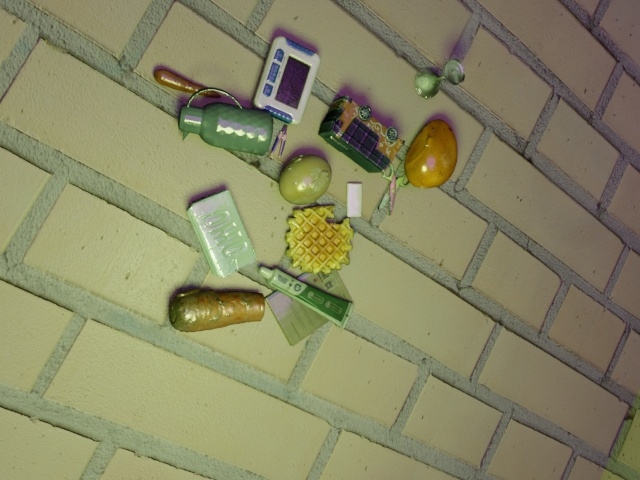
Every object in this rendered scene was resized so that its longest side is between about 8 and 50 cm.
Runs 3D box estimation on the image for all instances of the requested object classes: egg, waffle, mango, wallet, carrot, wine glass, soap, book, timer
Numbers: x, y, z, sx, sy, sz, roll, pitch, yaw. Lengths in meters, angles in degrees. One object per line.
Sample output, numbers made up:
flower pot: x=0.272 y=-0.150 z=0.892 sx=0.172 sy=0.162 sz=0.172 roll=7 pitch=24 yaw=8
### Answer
egg: x=-0.050 y=-0.205 z=1.611 sx=0.201 sy=0.164 sz=0.164 roll=-41 pitch=107 yaw=-20
waffle: x=0.001 y=0.000 z=1.691 sx=0.261 sy=0.056 sz=0.250 roll=-5 pitch=91 yaw=-23
mango: x=0.426 y=-0.321 z=1.789 sx=0.190 sy=0.159 sz=0.291 roll=31 pitch=72 yaw=-28
wallet: x=0.124 y=-0.148 z=1.752 sx=0.061 sy=0.025 sz=0.122 roll=-1 pitch=95 yaw=-23
carrot: x=-0.417 y=-0.488 z=1.507 sx=0.216 sy=0.048 sz=0.048 roll=14 pitch=89 yaw=-26
wine glass: x=0.444 y=-0.602 z=1.757 sx=0.122 sy=0.183 sz=0.122 roll=-1 pitch=93 yaw=-22
soap: x=-0.322 y=-0.022 z=1.550 sx=0.150 sy=0.094 sz=0.262 roll=-25 pitch=102 yaw=-18
book: x=-0.036 y=0.220 z=1.719 sx=0.282 sy=0.025 sz=0.215 roll=-30 pitch=103 yaw=-17
timer: x=-0.116 y=-0.532 z=1.600 sx=0.178 sy=0.078 sz=0.254 roll=19 pitch=89 yaw=-24
carrot: x=-0.335 y=0.227 z=1.548 sx=0.301 sy=0.138 sz=0.139 roll=4 pitch=93 yaw=-27

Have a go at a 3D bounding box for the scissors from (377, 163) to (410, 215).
scissors: x=0.270 y=-0.190 z=1.808 sx=0.133 sy=0.020 sz=0.187 roll=21 pitch=85 yaw=-19

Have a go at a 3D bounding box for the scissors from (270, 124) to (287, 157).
scissors: x=-0.138 y=-0.344 z=1.640 sx=0.039 sy=0.012 sz=0.114 roll=18 pitch=87 yaw=-22

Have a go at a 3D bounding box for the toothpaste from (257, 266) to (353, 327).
toothpaste: x=-0.050 y=0.187 z=1.670 sx=0.392 sy=0.061 sz=0.099 roll=31 pitch=75 yaw=-22

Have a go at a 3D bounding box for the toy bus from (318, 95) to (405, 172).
toy bus: x=0.139 y=-0.369 z=1.683 sx=0.275 sy=0.138 sz=0.167 roll=34 pitch=84 yaw=-22

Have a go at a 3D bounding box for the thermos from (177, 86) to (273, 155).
thermos: x=-0.297 y=-0.375 z=1.497 sx=0.286 sy=0.145 sz=0.182 roll=8 pitch=119 yaw=-22
